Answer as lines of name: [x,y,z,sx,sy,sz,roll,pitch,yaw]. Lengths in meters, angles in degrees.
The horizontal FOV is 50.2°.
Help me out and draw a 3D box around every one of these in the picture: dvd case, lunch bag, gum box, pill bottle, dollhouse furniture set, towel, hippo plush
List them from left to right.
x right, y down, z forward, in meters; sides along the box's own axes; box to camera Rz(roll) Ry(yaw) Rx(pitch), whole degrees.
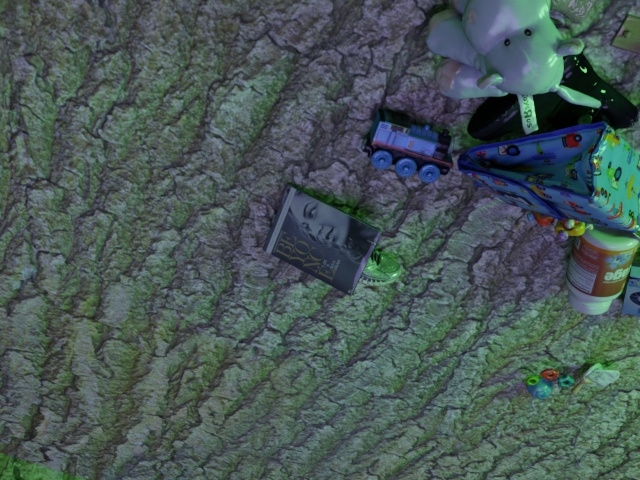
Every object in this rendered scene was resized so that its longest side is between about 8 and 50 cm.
dvd case: [0.000,0.000,1.451,0.221,0.018,0.165,28,114,9]
hippo plush: [0.274,-0.285,1.056,0.234,0.236,0.294,-20,100,23]
lunch bag: [0.410,-0.116,1.257,0.293,0.138,0.221,7,171,45]
towel: [0.421,-0.434,1.106,0.110,0.027,0.148,20,130,-11]
pill bottle: [0.590,0.052,1.447,0.121,0.121,0.216,0,131,5]
gum box: [0.744,0.118,1.476,0.157,0.041,0.184,11,152,23]
dollhouse furniture set: [0.577,-0.333,1.097,0.123,0.151,0.144,15,129,-7]

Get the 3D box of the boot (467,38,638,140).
boot: [0.424,-0.215,1.249,0.207,0.094,0.246,40,118,-22]

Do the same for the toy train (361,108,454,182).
toy train: [0.174,-0.181,1.317,0.184,0.080,0.105,15,125,-7]

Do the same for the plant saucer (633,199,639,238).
plant saucer: [0.659,-0.081,1.342,0.168,0.029,0.168,-2,101,-12]

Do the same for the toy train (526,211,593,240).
toy train: [0.505,-0.060,1.367,0.166,0.125,0.046,-14,125,7]

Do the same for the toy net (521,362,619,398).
toy net: [0.639,0.346,1.751,0.232,0.045,0.122,-19,124,19]

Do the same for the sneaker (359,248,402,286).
sneaker: [0.082,0.027,1.498,0.225,0.088,0.093,24,128,-15]
